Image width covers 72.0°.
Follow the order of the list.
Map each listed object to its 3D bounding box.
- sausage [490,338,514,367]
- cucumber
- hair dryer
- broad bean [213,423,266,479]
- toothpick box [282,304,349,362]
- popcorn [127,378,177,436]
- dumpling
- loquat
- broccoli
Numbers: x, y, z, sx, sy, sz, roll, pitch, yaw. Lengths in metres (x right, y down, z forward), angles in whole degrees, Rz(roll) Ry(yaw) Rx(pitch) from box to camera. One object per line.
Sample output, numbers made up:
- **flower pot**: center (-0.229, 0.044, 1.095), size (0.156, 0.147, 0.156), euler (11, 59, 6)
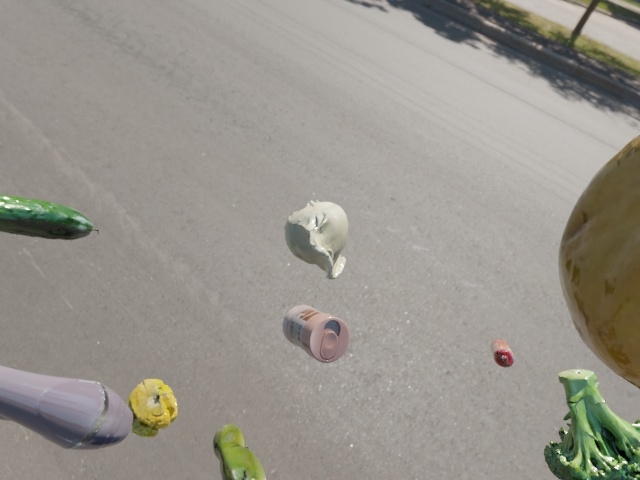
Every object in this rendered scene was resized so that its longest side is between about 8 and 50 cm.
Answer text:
- **sausage**: center (0.306, 0.190, 0.744), size (0.034, 0.034, 0.129), euler (39, 6, 18)
- **cucumber**: center (-0.286, -0.022, 0.431), size (0.039, 0.039, 0.167), euler (46, 16, 26)
- **hair dryer**: center (-0.575, 0.313, 0.831), size (0.360, 0.301, 0.121), euler (-11, 52, 26)
- **broad bean**: center (-0.111, 0.302, 0.596), size (0.070, 0.213, 0.048), euler (46, 77, -8)
- **toothpick box**: center (-0.013, 0.205, 0.984), size (0.098, 0.099, 0.148), euler (-2, 4, -27)
- **popcorn**: center (-0.510, 0.505, 1.331), size (0.148, 0.152, 0.167), euler (2, 50, -16)
- **dumpling**: center (0.000, 0.000, 0.747), size (0.108, 0.127, 0.188), euler (-16, 16, 6)
- **loquat**: center (0.269, 0.008, 0.290), size (0.175, 0.235, 0.187), euler (7, 35, -18)
- **broccoli**: center (0.605, 0.416, 0.965), size (0.253, 0.269, 0.269), euler (-17, 46, 2)
